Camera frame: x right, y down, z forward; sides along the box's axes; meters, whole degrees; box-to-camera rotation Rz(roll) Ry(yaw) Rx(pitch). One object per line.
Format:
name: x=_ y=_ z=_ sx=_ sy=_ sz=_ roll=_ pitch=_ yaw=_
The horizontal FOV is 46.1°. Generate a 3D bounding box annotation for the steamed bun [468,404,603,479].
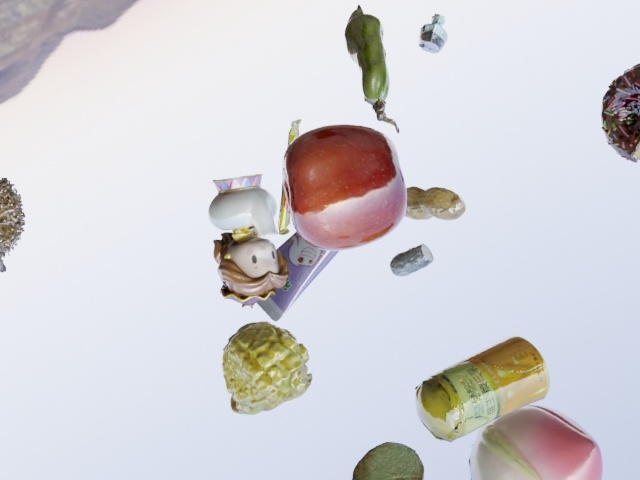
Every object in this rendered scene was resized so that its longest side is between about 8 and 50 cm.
steamed bun: x=0.518 y=0.513 z=1.735 sx=0.309 sy=0.309 sz=0.309 roll=-24 pitch=-156 yaw=12

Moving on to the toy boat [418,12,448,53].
toy boat: x=0.227 y=-0.415 z=1.501 sx=0.059 sy=0.066 sz=0.140 roll=18 pitch=-174 yaw=5

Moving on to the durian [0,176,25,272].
durian: x=-0.582 y=-0.025 z=1.275 sx=0.167 sy=0.196 sz=0.196 roll=-34 pitch=-157 yaw=-27

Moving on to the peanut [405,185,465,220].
peanut: x=0.263 y=-0.086 z=1.809 sx=0.192 sy=0.089 sz=0.089 roll=8 pitch=-137 yaw=47

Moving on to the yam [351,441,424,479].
yam: x=0.147 y=0.617 z=1.750 sx=0.168 sy=0.304 sz=0.168 roll=1 pitch=-142 yaw=-1

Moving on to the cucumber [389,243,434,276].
cucumber: x=0.228 y=0.049 z=1.880 sx=0.112 sy=0.064 sz=0.064 roll=-30 pitch=-163 yaw=44

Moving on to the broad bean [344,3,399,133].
broad bean: x=0.080 y=-0.310 z=1.272 sx=0.067 sy=0.075 sz=0.325 roll=-3 pitch=-133 yaw=-2

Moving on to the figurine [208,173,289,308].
figurine: x=-0.144 y=0.005 z=1.476 sx=0.142 sy=0.264 sz=0.189 roll=-12 pitch=-173 yaw=-35

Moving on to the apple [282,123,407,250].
apple: x=0.032 y=-0.074 z=1.039 sx=0.168 sy=0.181 sz=0.181 roll=-9 pitch=-154 yaw=1

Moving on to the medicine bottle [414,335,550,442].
medicine bottle: x=0.275 y=0.257 z=1.303 sx=0.238 sy=0.124 sz=0.124 roll=-19 pitch=-163 yaw=-27

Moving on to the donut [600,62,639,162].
donut: x=0.699 y=-0.276 z=1.616 sx=0.096 sy=0.216 sz=0.230 roll=-16 pitch=-171 yaw=-22

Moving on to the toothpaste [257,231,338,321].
toothpaste: x=0.000 y=0.000 z=1.559 sx=0.371 sy=0.080 sz=0.125 roll=-45 pitch=-115 yaw=-1

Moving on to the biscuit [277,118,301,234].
biscuit: x=-0.078 y=-0.153 z=1.847 sx=0.026 sy=0.292 sz=0.048 roll=12 pitch=-160 yaw=14

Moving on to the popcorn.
popcorn: x=-0.152 y=0.318 z=1.911 sx=0.173 sy=0.225 sz=0.286 roll=-14 pitch=169 yaw=-37
